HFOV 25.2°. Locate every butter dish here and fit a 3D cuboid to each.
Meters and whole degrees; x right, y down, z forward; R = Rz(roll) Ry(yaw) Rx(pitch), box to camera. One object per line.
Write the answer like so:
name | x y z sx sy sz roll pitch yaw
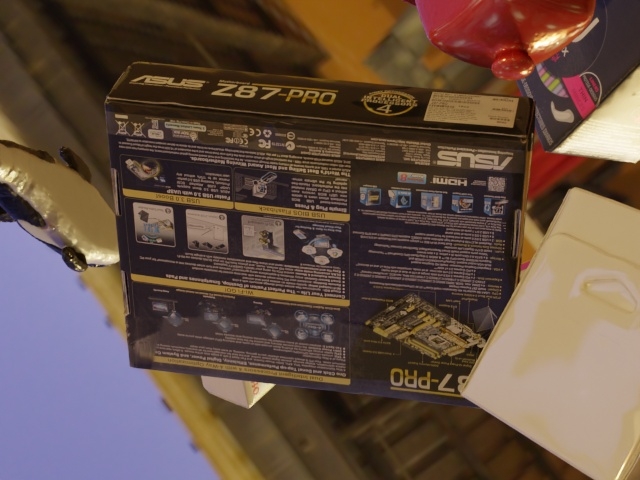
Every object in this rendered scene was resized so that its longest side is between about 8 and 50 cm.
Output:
butter dish | 0.159 -0.191 1.212 0.160 0.160 0.118 14 -118 -29

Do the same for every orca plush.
orca plush | -0.325 -0.028 1.567 0.287 0.102 0.151 19 -125 -68

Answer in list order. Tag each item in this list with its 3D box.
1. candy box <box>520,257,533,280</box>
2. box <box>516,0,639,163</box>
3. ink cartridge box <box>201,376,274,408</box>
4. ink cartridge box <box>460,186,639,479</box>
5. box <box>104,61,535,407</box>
candy box | 0.219 0.108 1.819 0.233 0.159 0.071 97 149 -70
box | 0.349 -0.229 1.565 0.143 0.270 0.165 5 -127 -34
ink cartridge box | -0.079 0.116 2.019 0.203 0.086 0.148 -41 -45 -36
ink cartridge box | 0.297 0.116 1.142 0.270 0.197 0.198 29 180 -34
box | 0.000 0.000 1.393 0.097 0.395 0.318 -69 -19 -57
